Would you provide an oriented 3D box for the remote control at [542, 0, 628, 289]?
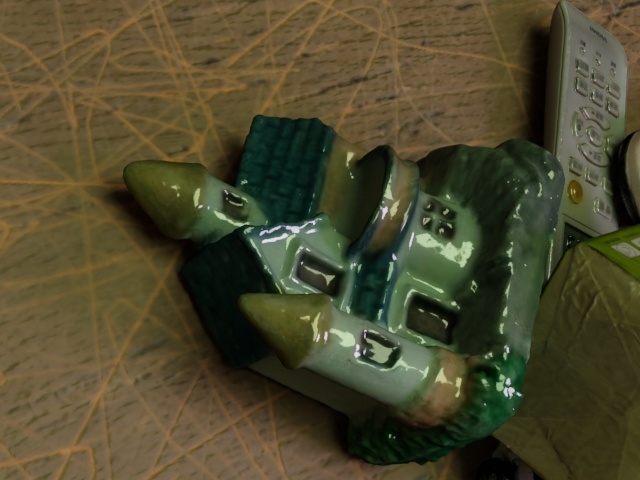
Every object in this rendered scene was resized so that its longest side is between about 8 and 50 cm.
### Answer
[{"bbox_3d":[0.252,-0.083,1.429,0.109,0.055,0.313,26,63,-41],"label":"remote control"}]

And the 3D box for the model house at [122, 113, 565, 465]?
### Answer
[{"bbox_3d":[0.000,0.000,1.156,0.325,0.194,0.267,25,62,-20],"label":"model house"}]

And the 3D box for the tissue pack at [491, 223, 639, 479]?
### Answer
[{"bbox_3d":[0.297,0.099,1.239,0.167,0.200,0.275,39,29,27],"label":"tissue pack"}]

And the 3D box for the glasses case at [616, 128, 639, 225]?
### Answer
[{"bbox_3d":[0.418,-0.068,1.504,0.314,0.075,0.122,-8,86,-41],"label":"glasses case"}]

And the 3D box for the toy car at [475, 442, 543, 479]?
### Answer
[{"bbox_3d":[0.214,0.220,1.283,0.171,0.070,0.080,11,67,-31],"label":"toy car"}]
